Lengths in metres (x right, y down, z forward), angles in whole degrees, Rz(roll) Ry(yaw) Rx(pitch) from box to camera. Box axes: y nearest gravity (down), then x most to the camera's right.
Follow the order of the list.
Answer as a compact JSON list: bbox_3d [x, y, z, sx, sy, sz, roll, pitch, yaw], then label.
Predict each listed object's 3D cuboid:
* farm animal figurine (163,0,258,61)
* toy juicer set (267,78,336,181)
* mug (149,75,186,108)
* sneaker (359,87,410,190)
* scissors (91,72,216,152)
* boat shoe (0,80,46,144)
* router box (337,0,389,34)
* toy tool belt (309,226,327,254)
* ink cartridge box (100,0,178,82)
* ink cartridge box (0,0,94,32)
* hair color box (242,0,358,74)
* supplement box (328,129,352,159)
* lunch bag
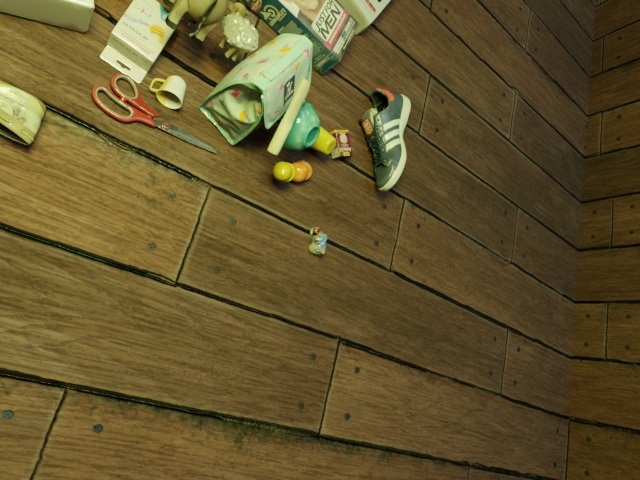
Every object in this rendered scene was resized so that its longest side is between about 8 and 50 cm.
[{"bbox_3d":[-0.296,-0.600,0.998,0.330,0.172,0.327,1,56,-55],"label":"farm animal figurine"},{"bbox_3d":[-0.076,-0.264,1.165,0.089,0.329,0.209,36,88,19],"label":"toy juicer set"},{"bbox_3d":[-0.362,-0.369,1.078,0.078,0.062,0.064,33,58,-35],"label":"mug"},{"bbox_3d":[0.189,-0.331,1.433,0.148,0.131,0.350,18,67,-25],"label":"sneaker"},{"bbox_3d":[-0.393,-0.275,1.068,0.297,0.021,0.109,40,60,-25],"label":"scissors"},{"bbox_3d":[-0.671,-0.272,0.815,0.285,0.104,0.089,20,69,-33],"label":"boat shoe"},{"bbox_3d":[0.106,-0.911,1.475,0.335,0.082,0.301,46,60,-21],"label":"router box"},{"bbox_3d":[0.000,0.000,1.284,0.052,0.051,0.083,13,76,-34],"label":"toy tool belt"},{"bbox_3d":[-0.422,-0.477,1.048,0.104,0.061,0.181,32,67,-28],"label":"ink cartridge box"},{"bbox_3d":[-0.584,-0.607,0.919,0.198,0.115,0.273,0,83,-35],"label":"ink cartridge box"},{"bbox_3d":[-0.063,-0.682,1.308,0.347,0.105,0.174,35,64,-26],"label":"hair color box"},{"bbox_3d":[0.060,-0.295,1.375,0.055,0.043,0.083,-12,91,-37],"label":"supplement box"},{"bbox_3d":[-0.143,-0.381,1.109,0.160,0.262,0.223,49,58,-19],"label":"lunch bag"}]
